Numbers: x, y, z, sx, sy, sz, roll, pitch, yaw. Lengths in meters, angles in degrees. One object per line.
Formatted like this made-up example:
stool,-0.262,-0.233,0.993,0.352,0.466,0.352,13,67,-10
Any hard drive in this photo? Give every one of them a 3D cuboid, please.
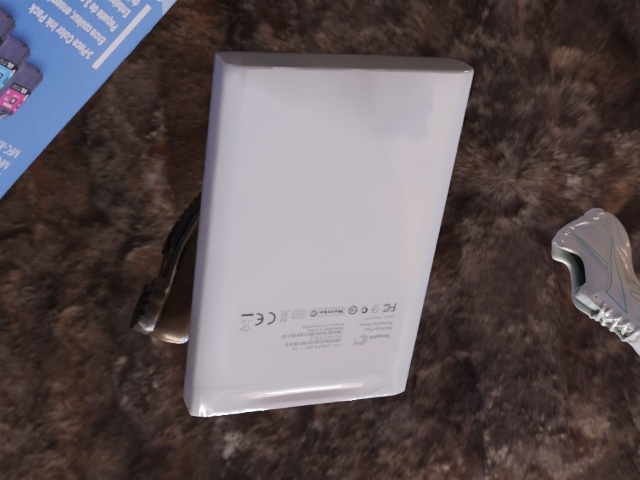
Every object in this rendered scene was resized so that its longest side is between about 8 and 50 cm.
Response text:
hard drive,0.000,0.000,0.950,0.233,0.047,0.353,-3,-61,-22

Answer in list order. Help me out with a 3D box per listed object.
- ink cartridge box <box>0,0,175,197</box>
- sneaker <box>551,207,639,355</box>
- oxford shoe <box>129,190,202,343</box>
ink cartridge box,-0.278,-0.125,0.543,0.395,0.151,0.270,-47,-114,-1
sneaker,0.234,0.050,0.803,0.061,0.053,0.152,-24,-105,-27
oxford shoe,-0.159,0.028,1.312,0.096,0.083,0.227,26,-101,-16
